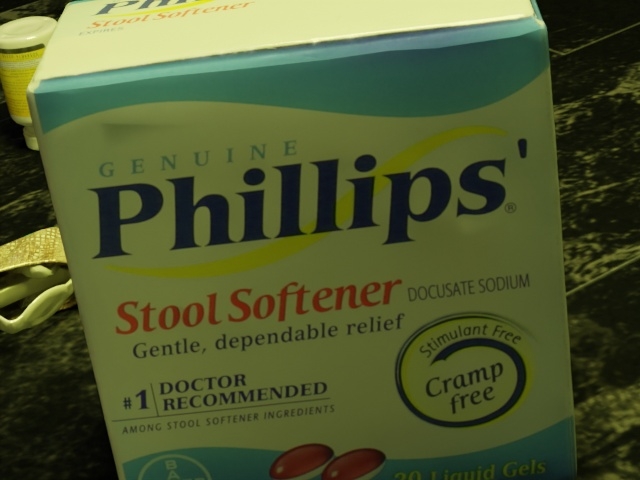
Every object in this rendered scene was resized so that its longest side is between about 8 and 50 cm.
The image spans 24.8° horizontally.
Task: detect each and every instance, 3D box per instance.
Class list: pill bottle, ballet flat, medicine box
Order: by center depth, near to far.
[{"bbox_3d":[0.000,0.000,0.831,0.264,0.289,0.149,-7,28,4],"label":"medicine box"},{"bbox_3d":[-0.254,0.050,1.056,0.206,0.073,0.067,-28,47,-25],"label":"ballet flat"},{"bbox_3d":[-0.267,-0.147,1.371,0.065,0.116,0.065,-7,27,4],"label":"pill bottle"}]
